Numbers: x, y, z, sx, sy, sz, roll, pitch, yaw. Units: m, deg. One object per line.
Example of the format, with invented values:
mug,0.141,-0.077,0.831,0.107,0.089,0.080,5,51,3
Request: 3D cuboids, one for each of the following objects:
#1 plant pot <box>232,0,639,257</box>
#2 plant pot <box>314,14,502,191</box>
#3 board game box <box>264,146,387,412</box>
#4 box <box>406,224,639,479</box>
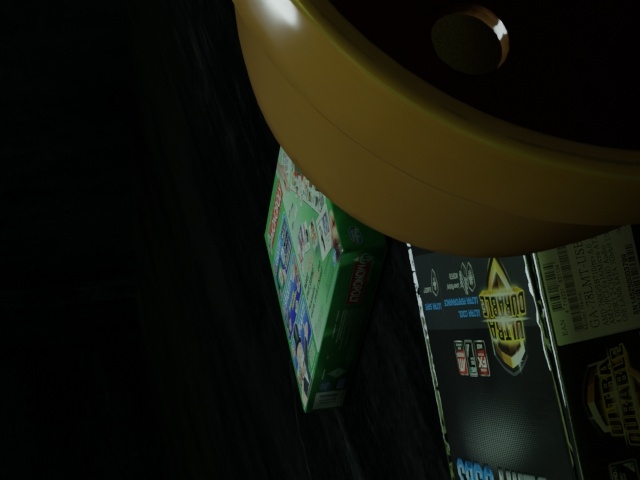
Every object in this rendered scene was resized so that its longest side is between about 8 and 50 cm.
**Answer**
plant pot,0.081,-0.119,0.767,0.203,0.290,0.291,119,143,-65
plant pot,0.082,-0.110,1.164,0.167,0.167,0.165,171,101,-78
board game box,0.000,0.000,1.860,0.317,0.046,0.214,102,159,-58
box,0.139,0.122,1.166,0.295,0.073,0.293,167,93,-79
